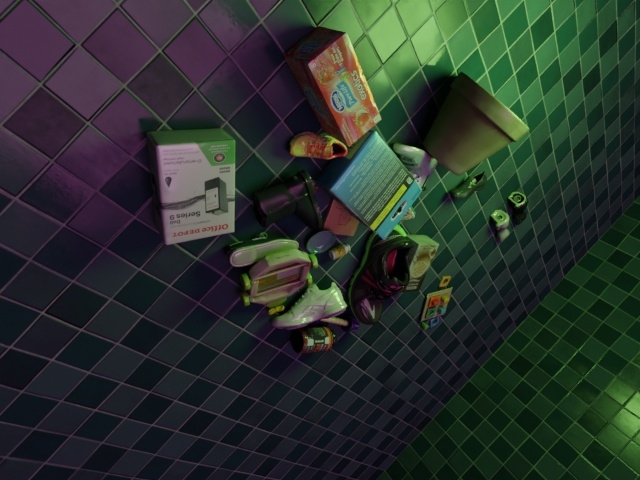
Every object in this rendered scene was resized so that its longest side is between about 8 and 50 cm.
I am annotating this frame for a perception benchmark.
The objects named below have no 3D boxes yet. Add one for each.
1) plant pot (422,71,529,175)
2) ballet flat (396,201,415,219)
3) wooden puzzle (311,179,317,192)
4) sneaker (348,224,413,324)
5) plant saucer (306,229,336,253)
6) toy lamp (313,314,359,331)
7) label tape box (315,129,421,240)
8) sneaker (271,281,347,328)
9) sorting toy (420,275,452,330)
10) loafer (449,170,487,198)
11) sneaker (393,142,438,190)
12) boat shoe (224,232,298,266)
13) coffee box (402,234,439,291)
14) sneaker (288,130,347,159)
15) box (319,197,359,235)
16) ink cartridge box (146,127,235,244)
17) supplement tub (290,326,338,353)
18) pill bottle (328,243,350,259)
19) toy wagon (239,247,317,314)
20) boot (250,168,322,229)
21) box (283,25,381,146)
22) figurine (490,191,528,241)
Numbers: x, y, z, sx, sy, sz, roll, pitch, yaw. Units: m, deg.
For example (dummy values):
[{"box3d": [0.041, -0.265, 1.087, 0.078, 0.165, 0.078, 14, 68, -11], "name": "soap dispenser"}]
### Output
[{"box3d": [0.544, -0.406, 1.598, 0.323, 0.323, 0.280, 15, 125, -41], "name": "plant pot"}, {"box3d": [0.312, -0.160, 1.717, 0.077, 0.091, 0.241, -27, 131, 11], "name": "ballet flat"}, {"box3d": [-0.042, -0.187, 1.489, 0.083, 0.006, 0.050, -1, 119, -36], "name": "wooden puzzle"}, {"box3d": [0.254, 0.169, 1.801, 0.185, 0.202, 0.484, -6, 121, -32], "name": "sneaker"}, {"box3d": [0.000, 0.000, 1.615, 0.119, 0.021, 0.119, -17, 141, -14], "name": "plant saucer"}, {"box3d": [0.065, 0.349, 1.872, 0.274, 0.080, 0.080, 22, 104, -40], "name": "toy lamp"}, {"box3d": [0.184, -0.196, 1.547, 0.249, 0.115, 0.347, -52, 130, -1], "name": "label tape box"}, {"box3d": [-0.055, 0.260, 1.719, 0.304, 0.152, 0.114, -18, 169, -5], "name": "sneaker"}, {"box3d": [0.625, 0.346, 2.295, 0.195, 0.047, 0.348, -13, 125, -29], "name": "sorting toy"}, {"box3d": [0.657, -0.247, 1.915, 0.223, 0.076, 0.078, -25, 125, -27], "name": "loafer"}, {"box3d": [0.348, -0.273, 1.649, 0.255, 0.094, 0.151, 15, 103, -44], "name": "sneaker"}, {"box3d": [-0.199, 0.028, 1.466, 0.254, 0.079, 0.095, -14, 128, -26], "name": "boat shoe"}, {"box3d": [0.415, 0.103, 1.947, 0.141, 0.098, 0.247, 0, 118, -36], "name": "coffee box"}, {"box3d": [-0.002, -0.299, 1.383, 0.208, 0.094, 0.082, -11, 126, -29], "name": "sneaker"}, {"box3d": [0.096, -0.115, 1.627, 0.164, 0.021, 0.201, 5, 115, -38], "name": "box"}, {"box3d": [-0.353, -0.152, 1.204, 0.211, 0.121, 0.290, -13, 125, -29], "name": "ink cartridge box"}, {"box3d": [-0.020, 0.421, 1.834, 0.197, 0.106, 0.106, 4, 116, -37], "name": "supplement tub"}, {"box3d": [0.076, 0.042, 1.699, 0.083, 0.043, 0.044, -24, 130, -22], "name": "pill bottle"}, {"box3d": [-0.157, 0.157, 1.546, 0.267, 0.068, 0.345, -15, 149, -22], "name": "toy wagon"}, {"box3d": [-0.112, -0.098, 1.437, 0.207, 0.094, 0.247, -28, 136, -13], "name": "boot"}, {"box3d": [0.040, -0.451, 1.276, 0.142, 0.154, 0.300, -41, 135, -6], "name": "box"}, {"box3d": [0.985, -0.111, 2.237, 0.215, 0.092, 0.209, -45, 138, -2], "name": "figurine"}]
